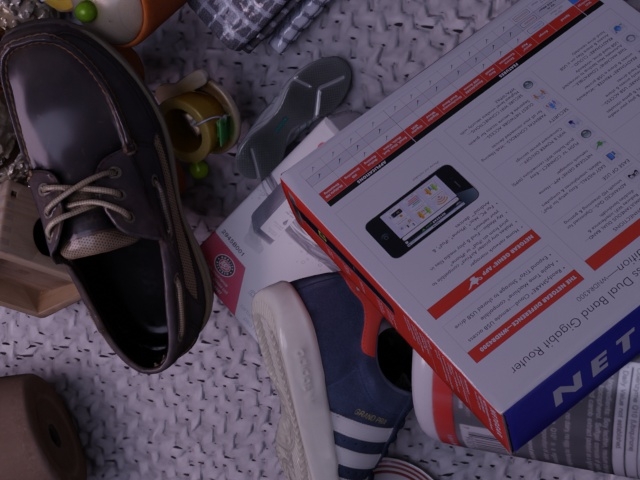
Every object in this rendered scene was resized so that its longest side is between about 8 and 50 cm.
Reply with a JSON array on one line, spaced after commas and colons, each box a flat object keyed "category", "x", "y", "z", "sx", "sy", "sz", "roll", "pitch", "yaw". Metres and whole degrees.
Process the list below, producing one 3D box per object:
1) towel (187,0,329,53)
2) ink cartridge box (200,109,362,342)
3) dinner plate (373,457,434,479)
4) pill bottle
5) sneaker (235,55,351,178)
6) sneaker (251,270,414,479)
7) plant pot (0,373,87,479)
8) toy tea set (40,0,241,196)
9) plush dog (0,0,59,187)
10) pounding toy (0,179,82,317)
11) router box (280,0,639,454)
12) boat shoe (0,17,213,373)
[{"category": "towel", "x": -0.080, "y": -0.347, "z": 1.296, "sx": 0.283, "sy": 0.121, "sz": 0.235, "roll": 48, "pitch": 112, "yaw": 7}, {"category": "ink cartridge box", "x": 0.000, "y": 0.000, "z": 1.339, "sx": 0.218, "sy": 0.092, "sz": 0.158, "roll": -44, "pitch": 83, "yaw": 19}, {"category": "dinner plate", "x": 0.073, "y": 0.292, "z": 1.400, "sx": 0.141, "sy": 0.017, "sz": 0.141, "roll": 4, "pitch": 101, "yaw": 20}, {"category": "pill bottle", "x": 0.279, "y": 0.104, "z": 1.186, "sx": 0.363, "sy": 0.210, "sz": 0.210, "roll": 8, "pitch": 102, "yaw": 19}, {"category": "sneaker", "x": -0.033, "y": -0.129, "z": 1.349, "sx": 0.152, "sy": 0.061, "sz": 0.054, "roll": -45, "pitch": 108, "yaw": 2}, {"category": "sneaker", "x": 0.037, "y": 0.172, "z": 1.294, "sx": 0.148, "sy": 0.131, "sz": 0.350, "roll": -19, "pitch": 132, "yaw": -15}, {"category": "plant pot", "x": -0.390, "y": 0.251, "z": 1.466, "sx": 0.229, "sy": 0.263, "sz": 0.263, "roll": -24, "pitch": 90, "yaw": 5}, {"category": "toy tea set", "x": -0.196, "y": -0.148, "z": 1.310, "sx": 0.200, "sy": 0.124, "sz": 0.336, "roll": 1, "pitch": 118, "yaw": 38}, {"category": "plush dog", "x": -0.349, "y": -0.117, "z": 1.379, "sx": 0.210, "sy": 0.225, "sz": 0.262, "roll": 45, "pitch": 111, "yaw": 9}, {"category": "pounding toy", "x": -0.261, "y": 0.011, "z": 1.415, "sx": 0.181, "sy": 0.206, "sz": 0.094, "roll": -24, "pitch": 54, "yaw": 44}, {"category": "router box", "x": 0.186, "y": -0.040, "z": 1.124, "sx": 0.335, "sy": 0.082, "sz": 0.301, "roll": -36, "pitch": 57, "yaw": -9}, {"category": "boat shoe", "x": -0.190, "y": -0.033, "z": 1.230, "sx": 0.132, "sy": 0.130, "sz": 0.355, "roll": -20, "pitch": 116, "yaw": 10}]
